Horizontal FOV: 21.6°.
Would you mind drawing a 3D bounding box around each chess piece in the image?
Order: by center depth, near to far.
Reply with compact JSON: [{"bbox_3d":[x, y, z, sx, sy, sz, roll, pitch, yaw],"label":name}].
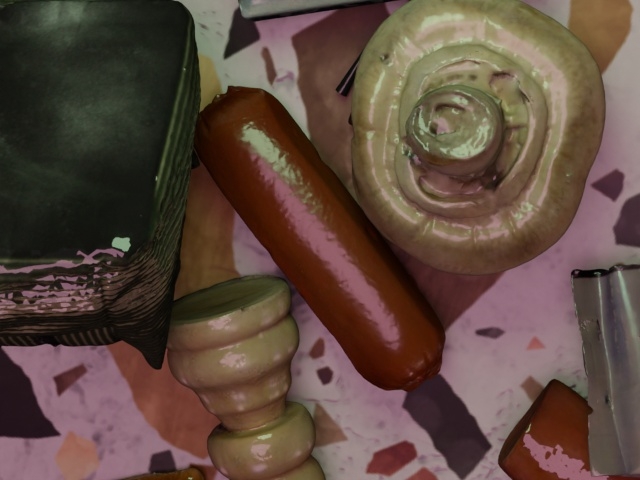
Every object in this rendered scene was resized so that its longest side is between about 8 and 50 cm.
[{"bbox_3d":[-0.063,0.174,1.643,0.143,0.143,0.260,-15,103,9],"label":"chess piece"}]

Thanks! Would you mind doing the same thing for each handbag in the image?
[{"bbox_3d":[-0.226,-0.041,1.523,0.247,0.240,0.340,1,55,5],"label":"handbag"}]

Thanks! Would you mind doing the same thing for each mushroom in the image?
[{"bbox_3d":[0.139,-0.100,1.517,0.254,0.234,0.260,-37,92,6],"label":"mushroom"}]

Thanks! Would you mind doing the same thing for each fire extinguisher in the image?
[{"bbox_3d":[0.046,-0.160,1.628,0.046,0.032,0.100,29,103,37],"label":"fire extinguisher"}]

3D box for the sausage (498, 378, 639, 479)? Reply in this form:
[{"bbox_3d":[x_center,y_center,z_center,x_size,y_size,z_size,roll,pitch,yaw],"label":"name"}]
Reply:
[{"bbox_3d":[0.296,0.251,1.610,0.259,0.113,0.113,38,101,2],"label":"sausage"}]

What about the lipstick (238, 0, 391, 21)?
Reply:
[{"bbox_3d":[0.061,-0.263,1.582,0.290,0.077,0.076,-7,98,9],"label":"lipstick"}]

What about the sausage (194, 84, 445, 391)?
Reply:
[{"bbox_3d":[0.000,-0.001,1.619,0.097,0.094,0.348,-37,92,7],"label":"sausage"}]

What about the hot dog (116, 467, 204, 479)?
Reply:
[{"bbox_3d":[-0.184,0.263,1.713,0.137,0.028,0.044,-11,103,7],"label":"hot dog"}]

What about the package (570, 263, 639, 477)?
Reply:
[{"bbox_3d":[0.365,0.116,1.579,0.251,0.062,0.204,-3,75,-4],"label":"package"}]
